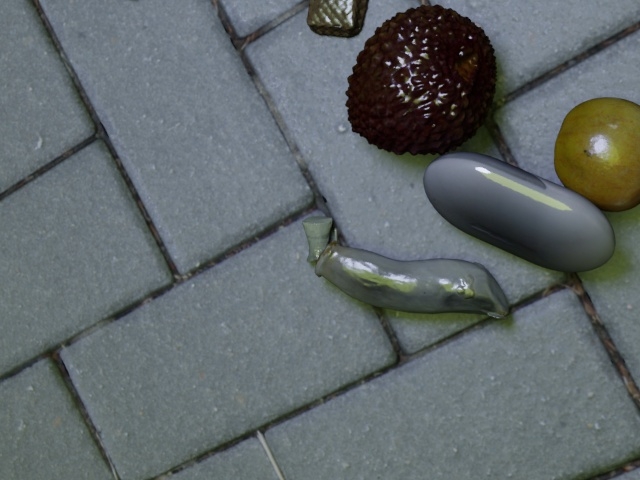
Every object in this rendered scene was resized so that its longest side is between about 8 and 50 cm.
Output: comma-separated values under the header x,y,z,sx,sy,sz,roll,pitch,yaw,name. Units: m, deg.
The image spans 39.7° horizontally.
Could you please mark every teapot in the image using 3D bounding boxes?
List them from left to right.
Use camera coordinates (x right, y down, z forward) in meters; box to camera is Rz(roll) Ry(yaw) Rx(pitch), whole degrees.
x,y,z,sx,sy,sz,roll,pitch,yaw,name
0.000,0.000,1.635,0.067,0.057,0.083,3,103,19,teapot

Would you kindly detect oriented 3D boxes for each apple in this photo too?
x,y,z,sx,sy,sz,roll,pitch,yaw,name
0.459,-0.140,1.428,0.155,0.182,0.183,11,99,20,apple

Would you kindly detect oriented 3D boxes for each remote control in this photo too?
x,y,z,sx,sy,sz,roll,pitch,yaw,name
0.323,-0.045,1.461,0.332,0.221,0.103,24,68,12,remote control

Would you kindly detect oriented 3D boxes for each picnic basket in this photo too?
x,y,z,sx,sy,sz,roll,pitch,yaw,name
0.033,-0.463,1.578,0.110,0.055,0.194,10,100,15,picnic basket

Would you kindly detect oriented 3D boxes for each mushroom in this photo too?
x,y,z,sx,sy,sz,roll,pitch,yaw,name
0.159,0.075,1.565,0.351,0.097,0.109,9,115,11,mushroom

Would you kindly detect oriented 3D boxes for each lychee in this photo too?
x,y,z,sx,sy,sz,roll,pitch,yaw,name
0.155,-0.254,1.480,0.271,0.271,0.272,2,96,16,lychee
